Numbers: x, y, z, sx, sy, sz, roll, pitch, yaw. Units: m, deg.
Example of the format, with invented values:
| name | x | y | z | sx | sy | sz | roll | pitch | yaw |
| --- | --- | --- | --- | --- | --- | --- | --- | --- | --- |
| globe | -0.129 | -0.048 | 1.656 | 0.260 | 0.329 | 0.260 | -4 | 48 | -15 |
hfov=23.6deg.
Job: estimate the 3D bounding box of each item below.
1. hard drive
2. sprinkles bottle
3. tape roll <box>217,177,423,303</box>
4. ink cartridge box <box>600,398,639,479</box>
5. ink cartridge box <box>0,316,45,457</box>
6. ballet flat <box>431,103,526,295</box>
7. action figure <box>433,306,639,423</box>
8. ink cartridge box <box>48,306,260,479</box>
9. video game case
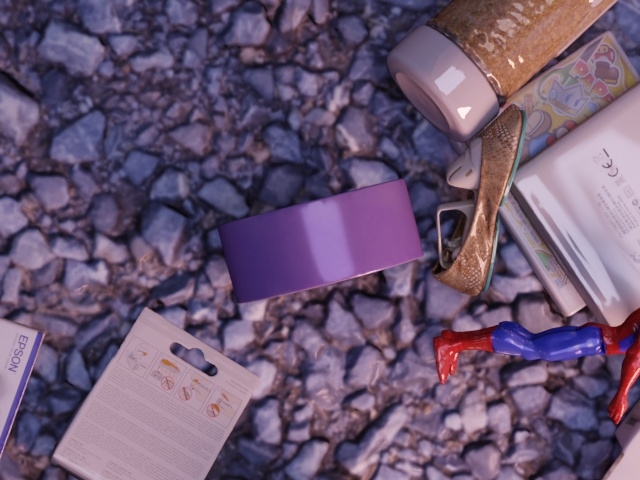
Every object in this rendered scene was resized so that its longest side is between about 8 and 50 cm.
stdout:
| name | x | y | z | sx | sy | sz | roll | pitch | yaw |
| --- | --- | --- | --- | --- | --- | --- | --- | --- | --- |
| hard drive | 0.369 | -0.069 | 1.582 | 0.307 | 0.040 | 0.203 | -35 | 94 | -7 |
| sprinkles bottle | 0.231 | -0.258 | 1.552 | 0.355 | 0.121 | 0.121 | -43 | 95 | -7 |
| tape roll | 0.000 | 0.000 | 1.481 | 0.189 | 0.189 | 0.080 | -14 | 90 | -8 |
| ink cartridge box | 0.468 | 0.242 | 1.606 | 0.303 | 0.072 | 0.307 | 39 | 87 | -7 |
| ink cartridge box | -0.469 | 0.109 | 1.478 | 0.371 | 0.069 | 0.176 | 19 | 86 | -5 |
| ballet flat | 0.153 | -0.040 | 1.535 | 0.067 | 0.073 | 0.206 | 8 | 110 | -5 |
| action figure | 0.265 | 0.135 | 1.523 | 0.280 | 0.091 | 0.139 | -11 | 94 | 15 |
| ink cartridge box | -0.166 | 0.180 | 1.540 | 0.145 | 0.045 | 0.179 | 32 | 67 | -6 |
| video game case | 0.278 | -0.070 | 1.603 | 0.206 | 0.026 | 0.227 | -34 | 93 | -7 |
